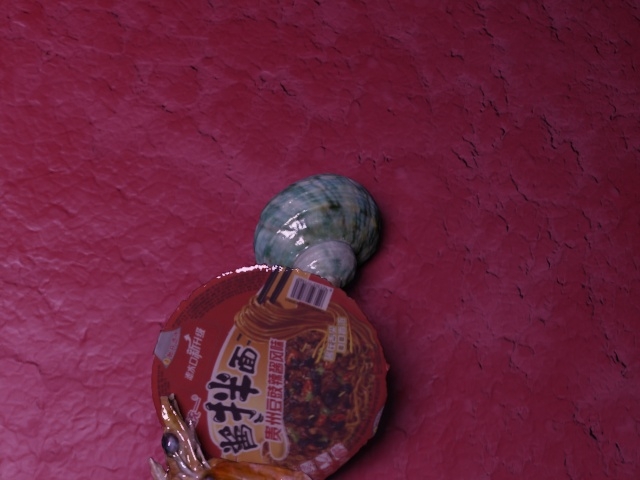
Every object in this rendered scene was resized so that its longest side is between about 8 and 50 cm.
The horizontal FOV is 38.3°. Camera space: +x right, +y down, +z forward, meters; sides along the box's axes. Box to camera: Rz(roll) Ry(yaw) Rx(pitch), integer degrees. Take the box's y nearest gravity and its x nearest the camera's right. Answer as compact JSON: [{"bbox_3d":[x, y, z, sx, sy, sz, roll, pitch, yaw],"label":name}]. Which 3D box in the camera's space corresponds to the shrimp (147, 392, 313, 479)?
[{"bbox_3d":[-0.080,0.300,1.030,0.168,0.077,0.317,-30,95,-24],"label":"shrimp"}]

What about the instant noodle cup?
[{"bbox_3d":[-0.058,0.150,1.082,0.274,0.091,0.274,0,101,0],"label":"instant noodle cup"}]

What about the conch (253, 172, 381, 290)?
[{"bbox_3d":[0.002,-0.003,1.179,0.176,0.122,0.188,34,64,-31],"label":"conch"}]
